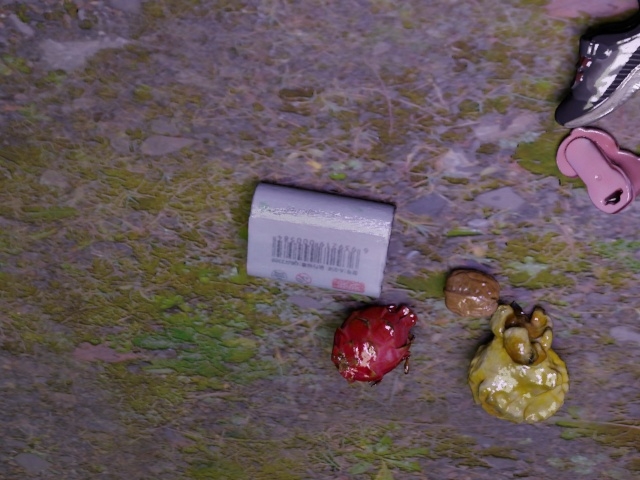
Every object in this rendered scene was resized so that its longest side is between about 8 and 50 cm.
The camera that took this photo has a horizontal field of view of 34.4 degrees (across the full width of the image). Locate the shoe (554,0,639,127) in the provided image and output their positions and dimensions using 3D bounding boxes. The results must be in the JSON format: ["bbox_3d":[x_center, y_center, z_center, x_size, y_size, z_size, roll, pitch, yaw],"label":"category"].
[{"bbox_3d":[0.401,-0.252,1.419,0.227,0.099,0.112,-36,104,26],"label":"shoe"}]

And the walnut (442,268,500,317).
[{"bbox_3d":[0.246,0.088,1.696,0.096,0.082,0.078,10,100,23],"label":"walnut"}]

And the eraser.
[{"bbox_3d":[0.000,0.000,1.685,0.227,0.081,0.174,11,123,6],"label":"eraser"}]

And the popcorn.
[{"bbox_3d":[0.338,0.212,1.718,0.168,0.173,0.195,24,122,11],"label":"popcorn"}]

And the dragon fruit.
[{"bbox_3d":[0.089,0.172,1.764,0.166,0.133,0.136,-41,115,-12],"label":"dragon fruit"}]

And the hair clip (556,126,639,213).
[{"bbox_3d":[0.427,-0.109,1.549,0.138,0.102,0.123,52,123,15],"label":"hair clip"}]
